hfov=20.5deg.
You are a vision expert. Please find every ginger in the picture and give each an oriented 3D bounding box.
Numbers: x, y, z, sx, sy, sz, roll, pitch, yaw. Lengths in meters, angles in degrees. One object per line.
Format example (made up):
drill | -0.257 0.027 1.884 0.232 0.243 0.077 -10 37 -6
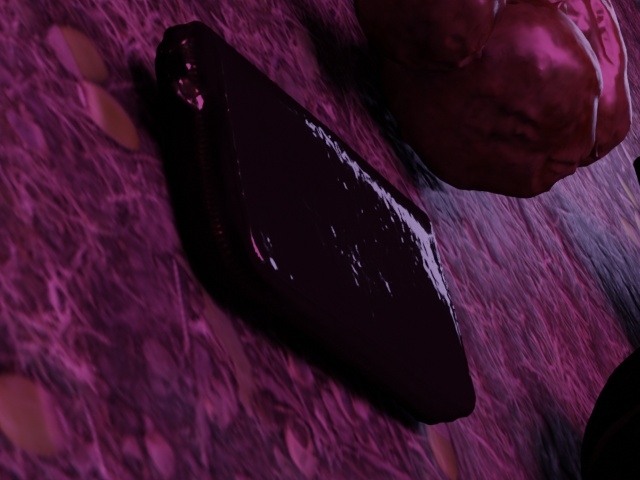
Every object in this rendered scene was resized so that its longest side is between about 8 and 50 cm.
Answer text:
ginger | 0.119 -0.139 1.235 0.244 0.155 0.304 59 17 -9

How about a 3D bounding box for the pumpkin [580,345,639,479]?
pumpkin | 0.297 0.184 1.132 0.300 0.207 0.300 51 19 -26

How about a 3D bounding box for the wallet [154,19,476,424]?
wallet | 0.000 0.000 0.887 0.250 0.044 0.149 36 33 -52

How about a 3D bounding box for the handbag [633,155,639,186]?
handbag | 0.417 0.064 1.629 0.342 0.152 0.288 28 45 -59
